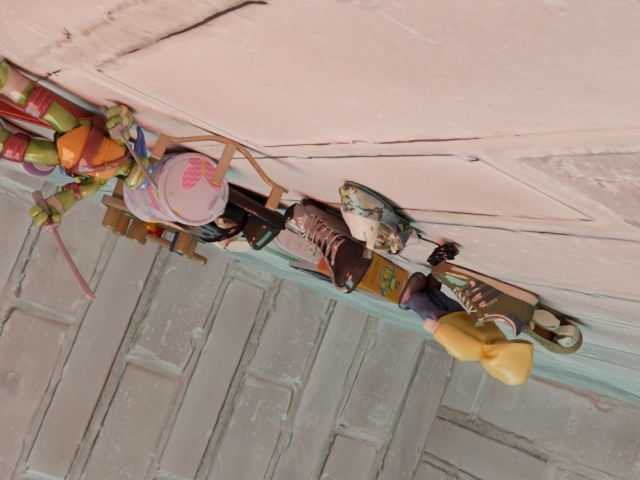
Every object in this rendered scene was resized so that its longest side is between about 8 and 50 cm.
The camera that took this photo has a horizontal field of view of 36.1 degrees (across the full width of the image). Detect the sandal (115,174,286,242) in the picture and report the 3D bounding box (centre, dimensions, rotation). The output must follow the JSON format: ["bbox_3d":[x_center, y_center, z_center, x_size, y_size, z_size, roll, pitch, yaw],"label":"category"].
[{"bbox_3d":[-0.257,-0.069,1.852,0.445,0.107,0.167,18,174,25],"label":"sandal"}]

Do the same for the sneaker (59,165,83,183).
[{"bbox_3d":[-0.368,-0.136,1.607,0.069,0.082,0.209,37,-171,6],"label":"sneaker"}]

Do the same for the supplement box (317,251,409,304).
[{"bbox_3d":[0.091,0.063,1.990,0.080,0.078,0.233,13,172,34],"label":"supplement box"}]

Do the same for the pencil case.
[{"bbox_3d":[-0.244,-0.082,1.627,0.124,0.113,0.273,54,162,-15],"label":"pencil case"}]

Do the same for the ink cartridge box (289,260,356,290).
[{"bbox_3d":[0.044,0.068,2.282,0.165,0.065,0.332,23,175,-27],"label":"ink cartridge box"}]

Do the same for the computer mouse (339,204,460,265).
[{"bbox_3d":[0.112,-0.004,1.476,0.192,0.042,0.106,22,175,-8],"label":"computer mouse"}]

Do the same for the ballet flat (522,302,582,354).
[{"bbox_3d":[0.418,0.159,1.777,0.206,0.073,0.067,22,166,-29],"label":"ballet flat"}]

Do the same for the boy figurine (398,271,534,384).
[{"bbox_3d":[0.262,0.159,1.765,0.177,0.092,0.285,5,-157,-41],"label":"boy figurine"}]

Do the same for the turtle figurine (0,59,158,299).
[{"bbox_3d":[-0.357,-0.118,1.369,0.266,0.275,0.198,27,138,-17],"label":"turtle figurine"}]

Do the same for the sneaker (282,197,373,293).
[{"bbox_3d":[0.000,0.000,1.521,0.132,0.086,0.229,31,-169,-14],"label":"sneaker"}]

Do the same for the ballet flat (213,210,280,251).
[{"bbox_3d":[-0.179,-0.029,1.995,0.095,0.096,0.280,38,166,-26],"label":"ballet flat"}]

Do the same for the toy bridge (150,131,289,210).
[{"bbox_3d":[-0.128,-0.102,1.310,0.188,0.063,0.026,23,174,-8],"label":"toy bridge"}]

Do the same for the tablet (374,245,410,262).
[{"bbox_3d":[0.128,0.025,1.859,0.054,0.006,0.083,16,172,43],"label":"tablet"}]

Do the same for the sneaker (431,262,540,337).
[{"bbox_3d":[0.272,0.105,1.687,0.192,0.086,0.064,20,174,13],"label":"sneaker"}]

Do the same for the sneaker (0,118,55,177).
[{"bbox_3d":[-0.712,-0.211,2.106,0.152,0.114,0.305,16,172,32],"label":"sneaker"}]

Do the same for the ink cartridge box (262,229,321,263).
[{"bbox_3d":[-0.125,-0.013,2.180,0.224,0.056,0.181,22,173,-24],"label":"ink cartridge box"}]

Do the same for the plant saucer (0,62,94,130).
[{"bbox_3d":[-0.525,-0.241,1.521,0.259,0.048,0.258,16,172,35],"label":"plant saucer"}]

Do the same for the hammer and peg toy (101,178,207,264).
[{"bbox_3d":[-0.403,-0.046,2.487,0.265,0.127,0.361,19,174,-2],"label":"hammer and peg toy"}]

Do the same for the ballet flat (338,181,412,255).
[{"bbox_3d":[0.074,-0.022,1.343,0.070,0.070,0.188,17,173,34],"label":"ballet flat"}]
